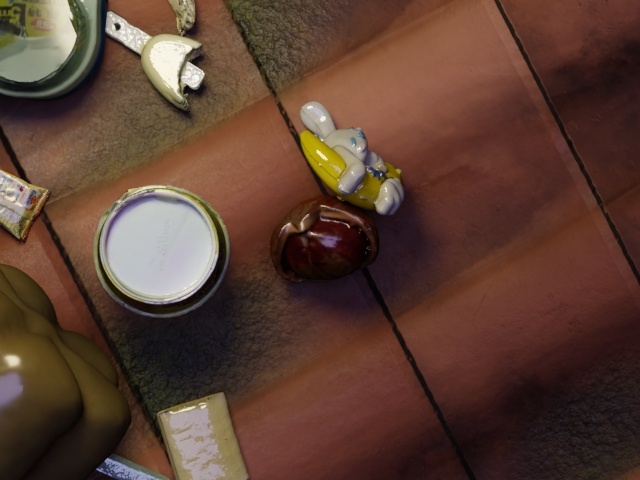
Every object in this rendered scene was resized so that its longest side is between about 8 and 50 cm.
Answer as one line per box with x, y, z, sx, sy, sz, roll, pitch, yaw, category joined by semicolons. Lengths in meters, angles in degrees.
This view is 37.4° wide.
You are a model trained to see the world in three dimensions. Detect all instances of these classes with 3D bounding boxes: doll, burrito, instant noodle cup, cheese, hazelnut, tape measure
0.058;-0.149;1.773;0.237;0.252;0.111;29;117;-13;doll
-0.288;-0.510;1.814;0.058;0.063;0.229;-16;91;20;burrito
-0.289;0.017;1.716;0.264;0.200;0.264;0;88;-9;instant noodle cup
-0.321;-0.360;1.807;0.235;0.050;0.127;32;91;4;cheese
0.004;0.005;1.774;0.202;0.160;0.170;-36;111;1;hazelnut
-0.531;-0.387;1.727;0.259;0.138;0.262;2;88;-2;tape measure

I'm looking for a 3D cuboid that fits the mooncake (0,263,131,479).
-0.540;0.218;1.553;0.262;0.467;0.467;-43;93;-4;mooncake

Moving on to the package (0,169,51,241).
-0.582;-0.072;1.765;0.121;0.031;0.108;29;84;-11;package

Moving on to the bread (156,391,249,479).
-0.222;0.387;1.774;0.139;0.060;0.178;-18;89;-9;bread

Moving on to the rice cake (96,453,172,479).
-0.383;0.421;1.758;0.245;0.045;0.042;26;83;-6;rice cake
